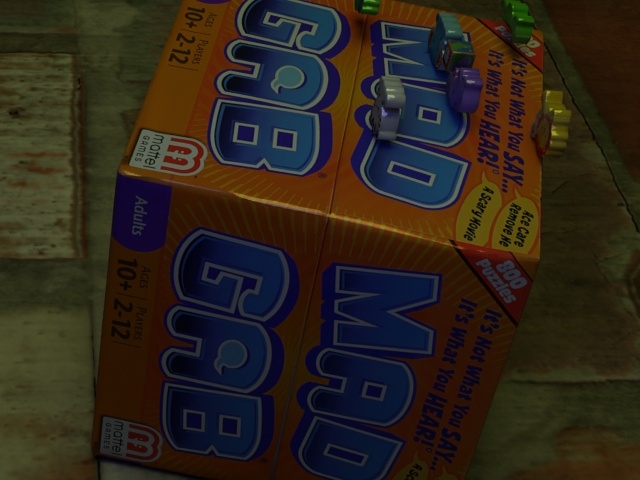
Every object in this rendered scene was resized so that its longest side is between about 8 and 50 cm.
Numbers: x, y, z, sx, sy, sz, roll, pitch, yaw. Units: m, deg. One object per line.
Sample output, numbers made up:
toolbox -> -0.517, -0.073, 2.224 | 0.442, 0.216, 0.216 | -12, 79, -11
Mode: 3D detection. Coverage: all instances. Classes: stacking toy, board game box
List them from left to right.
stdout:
board game box -> 0.000, 0.000, 1.428 | 0.356, 0.356, 0.356 | 12, 40, 0
stacking toy -> 0.122, -0.158, 1.330 | 0.167, 0.052, 0.221 | 5, 39, -12
